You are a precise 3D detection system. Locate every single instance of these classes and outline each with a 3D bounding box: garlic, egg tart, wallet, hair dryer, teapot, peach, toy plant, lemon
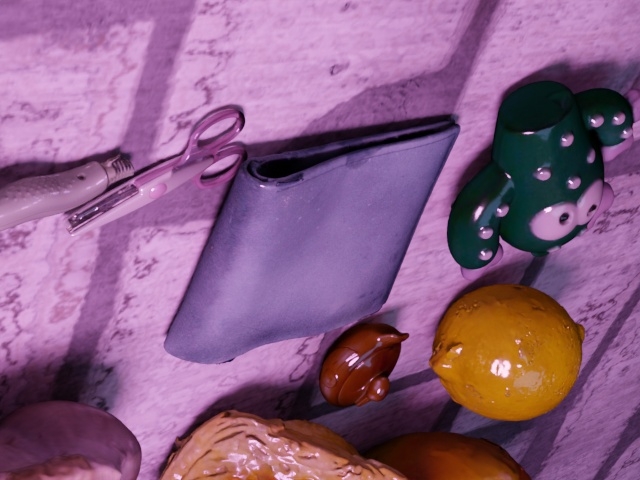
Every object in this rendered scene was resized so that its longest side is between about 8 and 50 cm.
[{"bbox_3d":[-0.275,0.300,1.142,0.231,0.246,0.340,-14,122,-52],"label":"garlic"},{"bbox_3d":[-0.037,0.344,1.452,0.351,0.153,0.339,18,113,-14],"label":"egg tart"},{"bbox_3d":[0.001,0.001,1.227,0.290,0.054,0.251,-14,142,-38],"label":"wallet"},{"bbox_3d":[-0.270,0.011,0.952,0.219,0.088,0.225,-45,165,21],"label":"hair dryer"},{"bbox_3d":[0.055,0.148,1.449,0.098,0.078,0.129,5,128,-50],"label":"teapot"},{"bbox_3d":[0.130,0.426,1.686,0.373,0.290,0.372,-54,-172,11],"label":"peach"},{"bbox_3d":[0.242,-0.064,1.345,0.232,0.112,0.243,-12,134,-31],"label":"toy plant"},{"bbox_3d":[0.225,0.137,1.532,0.206,0.173,0.173,-4,135,-31],"label":"lemon"}]

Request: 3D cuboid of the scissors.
[{"bbox_3d":[-0.135,-0.049,1.045,0.176,0.022,0.085,-30,149,-21],"label":"scissors"}]
